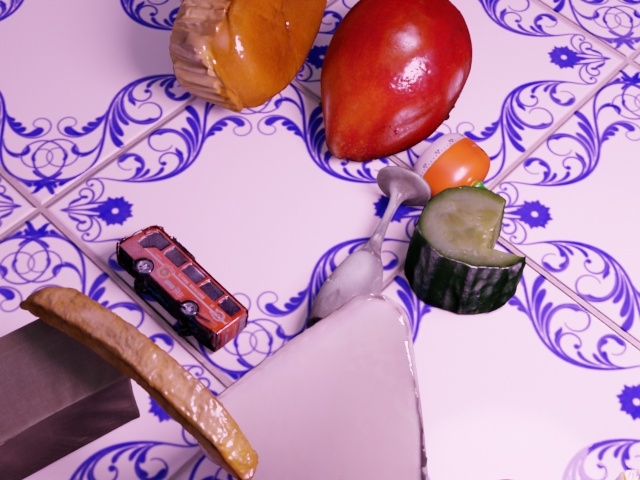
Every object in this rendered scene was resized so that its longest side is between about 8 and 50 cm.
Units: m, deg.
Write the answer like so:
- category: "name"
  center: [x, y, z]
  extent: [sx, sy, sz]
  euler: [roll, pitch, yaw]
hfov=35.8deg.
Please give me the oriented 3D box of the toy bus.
- category: "toy bus"
  center: [-0.218, 0.072, 1.540]
  extent: [0.096, 0.073, 0.235]
  euler: [-34, 65, -32]

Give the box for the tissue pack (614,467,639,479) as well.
- category: "tissue pack"
  center: [0.442, 0.369, 1.387]
  extent: [0.042, 0.062, 0.083]
  euler: [-8, 57, -2]

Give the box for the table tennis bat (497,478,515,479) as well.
- category: "table tennis bat"
  center: [0.263, 0.409, 1.382]
  extent: [0.087, 0.013, 0.156]
  euler: [10, 56, 0]

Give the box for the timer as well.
- category: "timer"
  center: [0.231, -0.112, 1.662]
  extent: [0.136, 0.099, 0.136]
  euler: [-4, 62, 7]

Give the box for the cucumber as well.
- category: "cucumber"
  center: [0.223, 0.012, 1.574]
  extent: [0.191, 0.130, 0.191]
  euler: [5, 52, -6]

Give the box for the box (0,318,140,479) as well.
- category: "box"
  center: [-0.395, 0.215, 1.386]
  extent: [0.231, 0.149, 0.155]
  euler: [-28, 63, -20]

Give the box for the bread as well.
- category: "bread"
  center: [-0.112, -0.405, 1.769]
  extent: [0.183, 0.236, 0.388]
  euler: [13, 64, 24]

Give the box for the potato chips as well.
- category: "potato chips"
  center: [-0.235, 0.165, 1.296]
  extent: [0.407, 0.080, 0.057]
  euler: [35, 52, 16]

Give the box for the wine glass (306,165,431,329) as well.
- category: "wine glass"
  center: [0.000, 0.000, 1.590]
  extent: [0.264, 0.096, 0.309]
  euler: [19, 59, 16]

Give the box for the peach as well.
- category: "peach"
  center: [0.121, -0.306, 1.720]
  extent: [0.258, 0.201, 0.361]
  euler: [29, 61, 14]

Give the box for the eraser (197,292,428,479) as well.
- category: "eraser"
  center: [0.035, 0.224, 1.359]
  extent: [0.331, 0.150, 0.331]
  euler: [-2, 76, 7]
